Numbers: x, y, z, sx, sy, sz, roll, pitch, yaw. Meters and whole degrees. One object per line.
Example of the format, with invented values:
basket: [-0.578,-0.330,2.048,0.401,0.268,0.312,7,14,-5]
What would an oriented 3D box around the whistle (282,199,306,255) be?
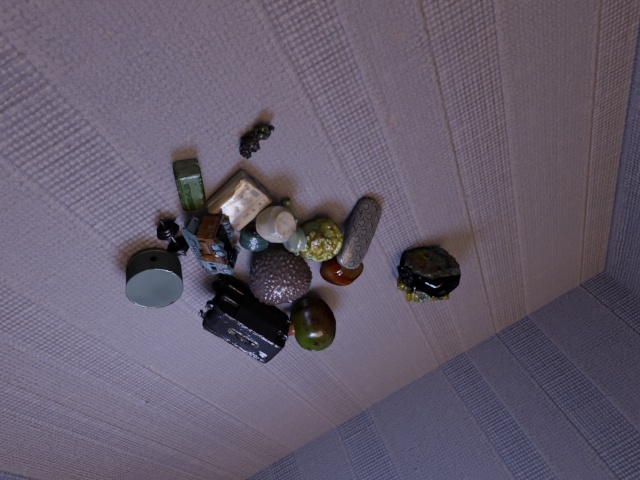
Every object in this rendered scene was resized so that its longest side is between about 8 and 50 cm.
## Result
whistle: [-0.130,-0.054,1.812,0.067,0.126,0.257,-20,106,-47]

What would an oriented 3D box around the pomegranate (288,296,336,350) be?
pomegranate: [-0.068,0.471,2.181,0.324,0.291,0.290,-33,134,-12]

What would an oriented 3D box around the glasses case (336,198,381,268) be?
glasses case: [0.187,-0.032,1.961,0.137,0.085,0.354,22,91,-30]

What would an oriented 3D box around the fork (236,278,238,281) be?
fork: [-0.415,0.236,2.025,0.016,0.012,0.115,-5,130,-12]

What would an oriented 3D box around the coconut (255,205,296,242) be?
coconut: [-0.190,-0.067,1.718,0.161,0.162,0.160,-2,93,-36]

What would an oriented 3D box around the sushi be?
sushi: [0.600,0.224,2.272,0.329,0.328,0.284,-10,125,-24]

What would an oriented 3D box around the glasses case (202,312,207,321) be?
glasses case: [-0.525,0.365,2.057,0.178,0.045,0.067,-42,132,11]

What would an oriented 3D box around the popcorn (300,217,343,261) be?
popcorn: [0.000,0.000,1.905,0.221,0.183,0.204,-33,115,24]

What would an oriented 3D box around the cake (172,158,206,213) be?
cake: [-0.514,-0.214,1.599,0.100,0.099,0.235,-12,152,-16]

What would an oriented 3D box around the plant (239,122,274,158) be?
plant: [-0.250,-0.385,1.551,0.174,0.087,0.085,-41,162,18]

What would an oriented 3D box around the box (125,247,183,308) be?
box: [-0.711,0.161,1.735,0.227,0.149,0.225,-13,131,-15]

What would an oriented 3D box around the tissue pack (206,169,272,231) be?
tissue pack: [-0.334,-0.161,1.683,0.222,0.090,0.186,-42,133,11]

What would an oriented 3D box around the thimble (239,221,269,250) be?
thimble: [-0.289,-0.018,1.800,0.135,0.118,0.090,-1,129,-29]

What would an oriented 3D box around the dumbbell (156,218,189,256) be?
dumbbell: [-0.609,-0.008,1.678,0.099,0.099,0.208,-24,132,-4]

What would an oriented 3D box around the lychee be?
lychee: [-0.188,0.166,1.905,0.301,0.300,0.299,-13,131,-15]

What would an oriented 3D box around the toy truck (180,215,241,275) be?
toy truck: [-0.459,0.032,1.724,0.185,0.132,0.338,7,147,6]

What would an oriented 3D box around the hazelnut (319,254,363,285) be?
hazelnut: [0.104,0.146,2.094,0.212,0.181,0.180,18,88,-36]

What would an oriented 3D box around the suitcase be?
suitcase: [-0.351,0.377,1.909,0.434,0.283,0.194,35,115,-16]
